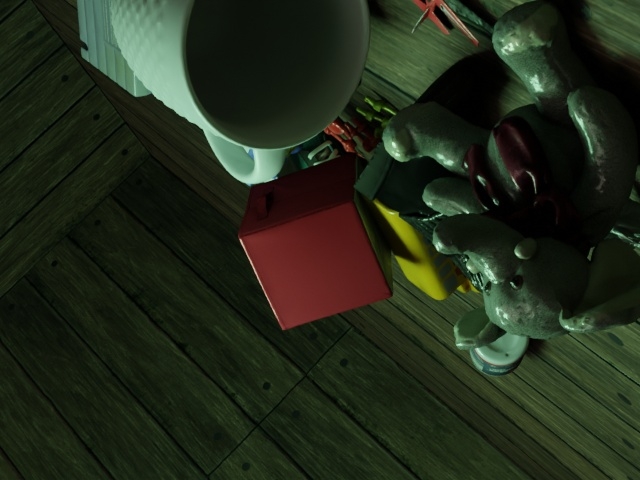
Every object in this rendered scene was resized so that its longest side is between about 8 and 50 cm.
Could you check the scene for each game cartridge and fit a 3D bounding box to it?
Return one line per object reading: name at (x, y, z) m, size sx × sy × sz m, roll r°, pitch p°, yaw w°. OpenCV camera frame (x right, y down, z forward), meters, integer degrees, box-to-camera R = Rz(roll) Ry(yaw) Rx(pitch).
game cartridge at (-0.382, -0.469, 1.799) m, size 0.230 × 0.068 × 0.355 m, roll 34°, pitch 134°, yaw 35°

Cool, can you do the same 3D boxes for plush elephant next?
plush elephant at (0.210, -0.016, 0.995) m, size 0.330 × 0.255 × 0.271 m, roll 39°, pitch 143°, yaw -18°

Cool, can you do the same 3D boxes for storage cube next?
storage cube at (0.000, 0.000, 1.575) m, size 0.184 × 0.193 × 0.215 m, roll -83°, pitch -28°, yaw -61°

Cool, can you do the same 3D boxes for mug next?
mug at (-0.129, -0.254, 1.329) m, size 0.328 × 0.276 × 0.374 m, roll 32°, pitch 139°, yaw 50°

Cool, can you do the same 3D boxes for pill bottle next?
pill bottle at (0.346, 0.207, 1.892) m, size 0.108 × 0.108 × 0.180 m, roll 42°, pitch 170°, yaw 18°

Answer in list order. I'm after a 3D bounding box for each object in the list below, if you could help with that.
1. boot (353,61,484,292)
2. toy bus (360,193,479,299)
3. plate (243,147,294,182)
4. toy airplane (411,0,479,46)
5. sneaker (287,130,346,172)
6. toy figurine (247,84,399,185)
boot at (0.202, -0.072, 1.274) m, size 0.260 × 0.131 × 0.348 m, roll 40°, pitch 163°, yaw 2°
toy bus at (0.184, -0.012, 1.592) m, size 0.108 × 0.130 × 0.333 m, roll 37°, pitch 167°, yaw 38°
plate at (-0.078, -0.162, 1.900) m, size 0.278 × 0.045 × 0.277 m, roll 52°, pitch -159°, yaw -33°
toy airplane at (0.127, -0.267, 1.089) m, size 0.151 × 0.028 × 0.151 m, roll 45°, pitch 170°, yaw 10°
sneaker at (0.044, -0.105, 1.823) m, size 0.302 × 0.108 × 0.121 m, roll 56°, pitch 164°, yaw -6°
toy figurine at (-0.032, -0.160, 1.623) m, size 0.191 × 0.217 × 0.362 m, roll 46°, pitch 171°, yaw -4°
